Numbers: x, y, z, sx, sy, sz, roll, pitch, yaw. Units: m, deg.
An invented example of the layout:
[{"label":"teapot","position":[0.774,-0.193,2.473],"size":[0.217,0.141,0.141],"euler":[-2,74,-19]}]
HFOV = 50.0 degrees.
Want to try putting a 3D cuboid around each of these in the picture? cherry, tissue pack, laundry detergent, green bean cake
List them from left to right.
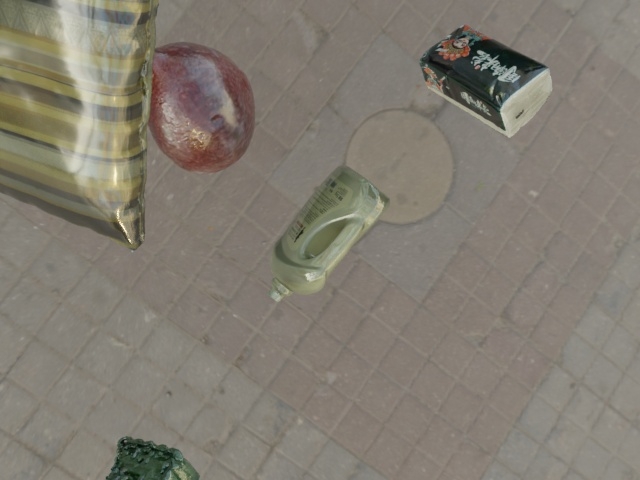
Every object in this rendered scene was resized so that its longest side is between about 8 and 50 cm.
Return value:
[{"label":"green bean cake","position":[-0.380,0.517,1.407],"size":[0.208,0.193,0.107],"euler":[-59,143,-40]},{"label":"cherry","position":[-0.231,-0.253,1.285],"size":[0.203,0.300,0.230],"euler":[-6,64,19]},{"label":"laundry detergent","position":[0.000,0.000,1.151],"size":[0.091,0.181,0.253],"euler":[37,94,-25]},{"label":"tissue pack","position":[0.242,-0.237,1.006],"size":[0.103,0.090,0.170],"euler":[-41,55,-9]}]

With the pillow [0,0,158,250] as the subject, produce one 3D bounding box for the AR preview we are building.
[{"label":"pillow","position":[-0.185,-0.114,0.384],"size":[0.208,0.052,0.212],"euler":[20,125,10]}]
